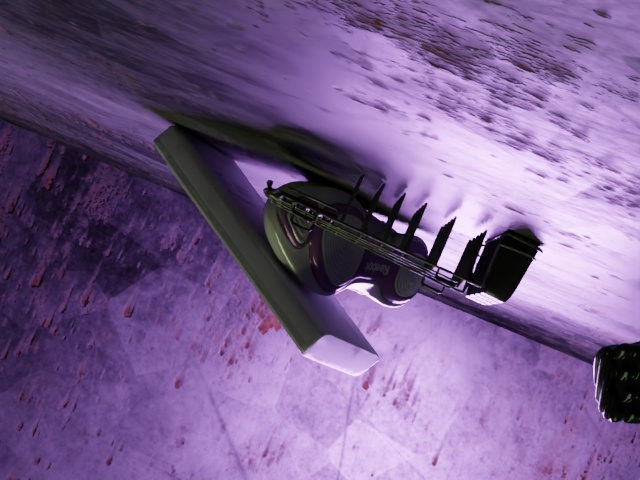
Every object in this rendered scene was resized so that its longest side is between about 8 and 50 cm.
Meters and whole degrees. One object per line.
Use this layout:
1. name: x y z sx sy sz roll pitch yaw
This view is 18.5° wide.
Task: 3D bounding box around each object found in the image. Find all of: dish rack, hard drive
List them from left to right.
1. hard drive: -0.061 0.014 2.241 0.307 0.040 0.203 54 -171 20
2. dish rack: 0.074 -0.011 1.948 0.271 0.074 0.208 24 176 0

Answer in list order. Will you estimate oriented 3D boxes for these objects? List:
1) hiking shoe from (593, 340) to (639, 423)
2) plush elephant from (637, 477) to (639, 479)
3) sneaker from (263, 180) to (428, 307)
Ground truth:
1. hiking shoe: 0.416 0.135 1.977 0.132 0.113 0.304 -12 -168 -35
2. plush elephant: 0.568 0.331 2.512 0.255 0.330 0.272 12 -155 -17
3. sneaker: 0.000 0.000 2.229 0.152 0.114 0.305 25 177 32
